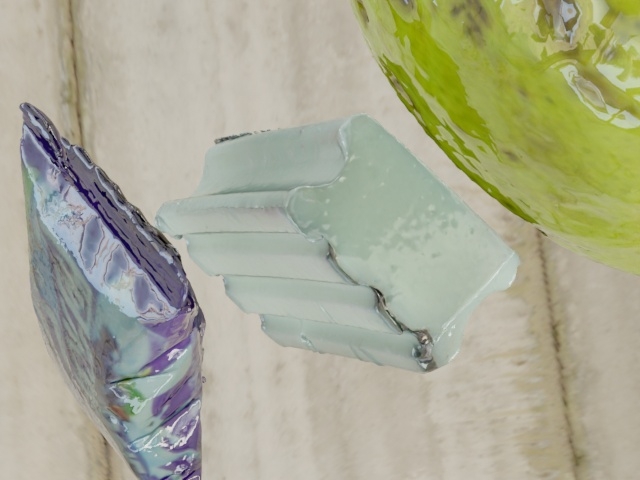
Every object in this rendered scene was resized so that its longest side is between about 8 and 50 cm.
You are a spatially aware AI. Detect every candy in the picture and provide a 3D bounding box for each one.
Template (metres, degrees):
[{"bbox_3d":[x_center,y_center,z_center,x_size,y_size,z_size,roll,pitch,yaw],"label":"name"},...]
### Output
[{"bbox_3d":[-0.109,0.052,0.711,0.070,0.275,0.145,-35,-118,-24],"label":"candy"}]

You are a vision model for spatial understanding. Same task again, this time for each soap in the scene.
[{"bbox_3d":[0.000,0.000,0.831,0.150,0.261,0.094,46,-107,-18],"label":"soap"}]

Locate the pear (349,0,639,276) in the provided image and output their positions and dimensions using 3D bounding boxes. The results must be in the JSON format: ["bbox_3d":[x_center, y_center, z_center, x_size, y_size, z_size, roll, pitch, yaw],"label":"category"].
[{"bbox_3d":[0.175,-0.180,0.539,0.391,0.391,0.391,1,-103,-5],"label":"pear"}]
